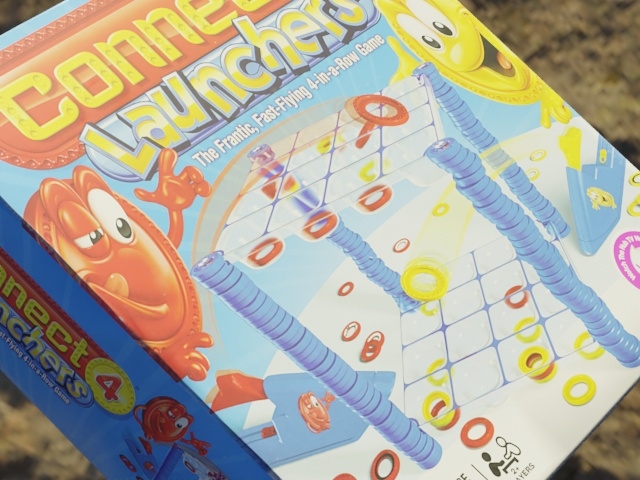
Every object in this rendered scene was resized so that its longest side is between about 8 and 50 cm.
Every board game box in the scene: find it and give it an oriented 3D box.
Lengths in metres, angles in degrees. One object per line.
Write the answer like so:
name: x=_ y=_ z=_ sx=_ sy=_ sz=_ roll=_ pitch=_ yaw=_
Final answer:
board game box: x=0.000 y=0.000 z=0.890 sx=0.302 sy=0.308 sz=0.086 roll=44 pitch=136 yaw=7
